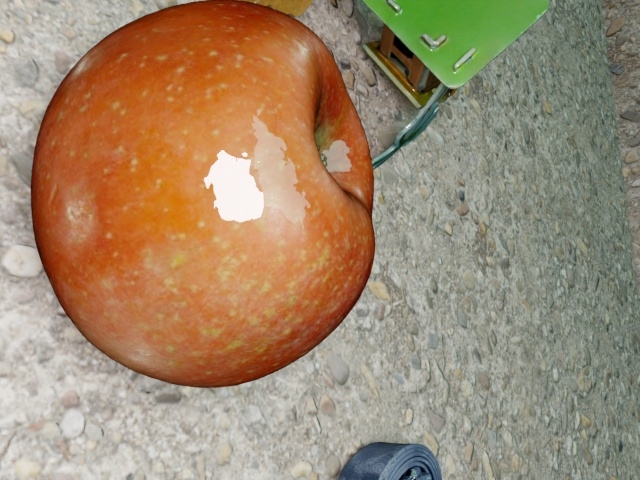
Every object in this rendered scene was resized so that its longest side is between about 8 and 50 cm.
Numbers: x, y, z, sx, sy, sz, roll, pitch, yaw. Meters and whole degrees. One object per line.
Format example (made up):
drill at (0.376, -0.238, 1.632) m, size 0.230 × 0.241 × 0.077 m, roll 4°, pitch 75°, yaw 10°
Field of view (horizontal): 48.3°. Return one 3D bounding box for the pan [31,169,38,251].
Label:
pan at (-0.251, -0.019, 0.696) m, size 0.068 × 0.023 × 0.115 m, roll -32°, pitch 103°, yaw -51°

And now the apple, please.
apple at (-0.094, -0.042, 0.669) m, size 0.348 × 0.277 × 0.348 m, roll 51°, pitch 30°, yaw -45°

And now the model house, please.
model house at (0.119, -0.320, 1.164) m, size 0.300 × 0.340 × 0.323 m, roll 47°, pitch -4°, yaw 7°

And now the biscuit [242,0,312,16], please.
biscuit at (-0.085, -0.393, 0.969) m, size 0.040 × 0.144 × 0.236 m, roll 42°, pitch 8°, yaw 36°

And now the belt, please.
belt at (0.088, 0.348, 0.946) m, size 0.190 × 0.082 × 0.141 m, roll -24°, pitch 100°, yaw -53°
